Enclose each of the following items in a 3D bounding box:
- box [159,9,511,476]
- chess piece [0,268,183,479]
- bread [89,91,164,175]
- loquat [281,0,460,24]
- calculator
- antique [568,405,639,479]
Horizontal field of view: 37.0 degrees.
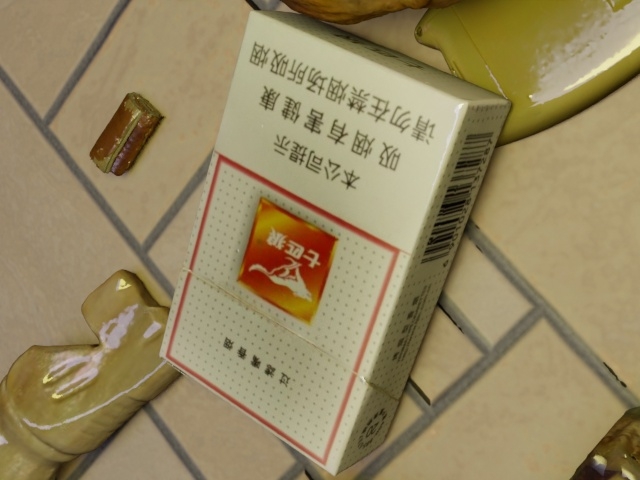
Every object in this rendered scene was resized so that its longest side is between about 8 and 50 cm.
[{"bbox_3d":[0.001,0.000,0.805,0.210,0.095,0.330,29,115,27],"label":"box"},{"bbox_3d":[-0.259,0.162,0.987,0.300,0.137,0.137,-38,75,14],"label":"chess piece"},{"bbox_3d":[-0.197,-0.106,0.961,0.047,0.036,0.083,47,113,22],"label":"bread"},{"bbox_3d":[0.040,-0.302,0.683,0.276,0.276,0.284,-25,58,30],"label":"loquat"},{"bbox_3d":[0.184,-0.182,0.731,0.236,0.033,0.157,-36,76,28],"label":"calculator"},{"bbox_3d":[0.204,0.260,0.710,0.125,0.150,0.284,39,121,21],"label":"antique"}]
